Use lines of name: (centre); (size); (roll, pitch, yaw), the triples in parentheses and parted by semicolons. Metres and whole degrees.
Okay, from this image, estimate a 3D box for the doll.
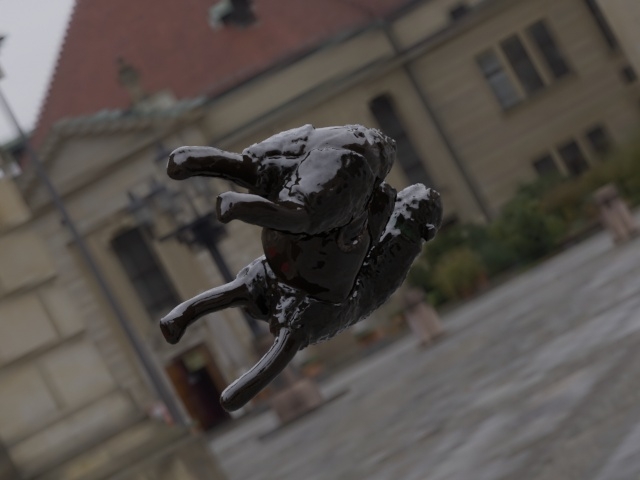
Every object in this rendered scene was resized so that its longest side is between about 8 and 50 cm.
doll: (0.000, 0.000, 0.844); (0.165, 0.057, 0.139); (-26, -43, -37)
